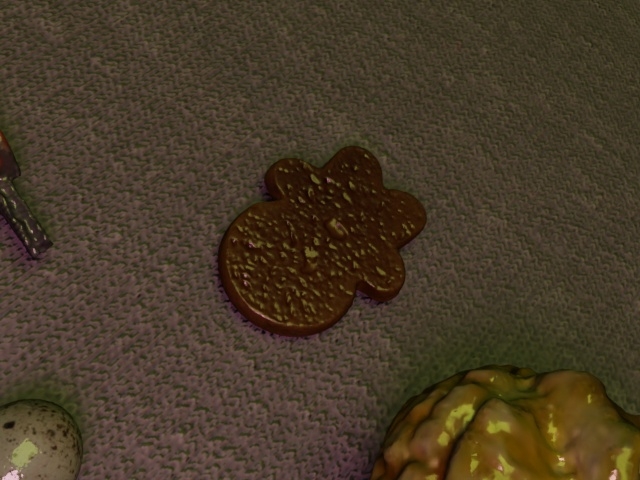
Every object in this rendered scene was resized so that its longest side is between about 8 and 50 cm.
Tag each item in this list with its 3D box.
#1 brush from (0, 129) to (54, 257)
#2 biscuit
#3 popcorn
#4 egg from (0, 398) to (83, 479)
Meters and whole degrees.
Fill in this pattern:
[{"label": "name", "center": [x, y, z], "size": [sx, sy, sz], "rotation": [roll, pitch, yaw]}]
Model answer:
[{"label": "brush", "center": [-0.330, -0.118, 0.859], "size": [0.051, 0.070, 0.323], "rotation": [-29, 77, -31]}, {"label": "biscuit", "center": [0.000, 0.000, 0.957], "size": [0.180, 0.039, 0.236], "rotation": [48, 54, 6]}, {"label": "popcorn", "center": [0.166, 0.218, 0.768], "size": [0.282, 0.282, 0.247], "rotation": [26, 66, -8]}, {"label": "egg", "center": [-0.225, 0.169, 0.723], "size": [0.085, 0.085, 0.110], "rotation": [31, 60, -5]}]
